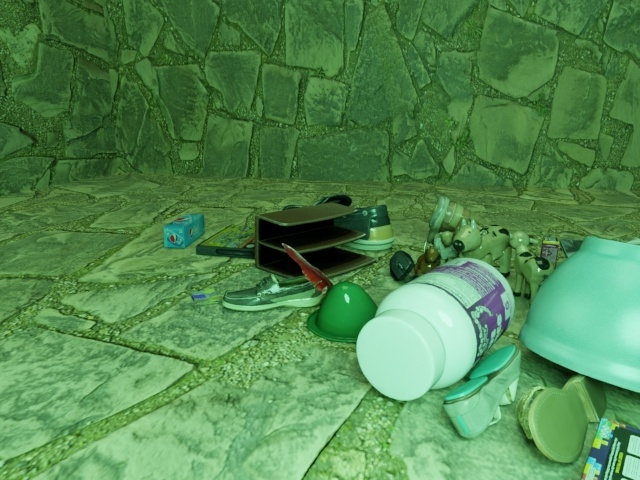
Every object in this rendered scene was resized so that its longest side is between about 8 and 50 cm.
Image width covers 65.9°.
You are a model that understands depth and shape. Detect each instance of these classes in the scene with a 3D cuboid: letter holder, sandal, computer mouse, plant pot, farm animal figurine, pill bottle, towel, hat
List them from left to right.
[{"bbox_3d":[-0.264,0.129,1.134,0.060,0.009,0.083,-6,16,-23],"label":"towel"},{"bbox_3d":[0.000,0.000,1.375,0.215,0.151,0.302,17,21,42],"label":"letter holder"},{"bbox_3d":[0.054,0.085,0.973,0.173,0.183,0.209,10,17,30],"label":"hat"},{"bbox_3d":[0.207,0.081,1.219,0.041,0.071,0.242,38,12,-13],"label":"computer mouse"},{"bbox_3d":[0.192,0.138,0.806,0.169,0.169,0.302,11,18,36],"label":"pill bottle"},{"bbox_3d":[0.411,0.029,1.231,0.331,0.172,0.327,9,16,28],"label":"farm animal figurine"},{"bbox_3d":[0.307,0.237,0.667,0.240,0.088,0.079,-4,-18,-45],"label":"sandal"},{"bbox_3d":[0.486,0.103,0.775,0.293,0.196,0.293,11,5,-1],"label":"plant pot"}]

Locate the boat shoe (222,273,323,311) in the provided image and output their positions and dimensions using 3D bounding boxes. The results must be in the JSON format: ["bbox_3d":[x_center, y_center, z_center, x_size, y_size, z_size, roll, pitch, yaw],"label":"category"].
[{"bbox_3d":[-0.104,0.109,1.092,0.224,0.073,0.080,-2,15,-10],"label":"boat shoe"}]

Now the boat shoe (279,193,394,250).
[{"bbox_3d":[0.043,-0.085,1.699,0.187,0.155,0.500,-15,20,-41],"label":"boat shoe"}]

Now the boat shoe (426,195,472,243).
[{"bbox_3d":[0.402,-0.041,1.525,0.117,0.123,0.324,19,-4,15],"label":"boat shoe"}]

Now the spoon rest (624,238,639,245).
[{"bbox_3d":[0.948,0.052,1.331,0.137,0.084,0.276,-14,22,-42],"label":"spoon rest"}]

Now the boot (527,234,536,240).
[{"bbox_3d":[0.652,-0.009,1.657,0.114,0.037,0.106,-11,31,-27],"label":"boot"}]

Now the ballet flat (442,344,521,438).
[{"bbox_3d":[0.245,0.219,0.714,0.213,0.068,0.072,-16,-14,-48],"label":"ballet flat"}]

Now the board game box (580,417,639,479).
[{"bbox_3d":[0.362,0.274,0.530,0.141,0.048,0.170,14,19,35],"label":"board game box"}]

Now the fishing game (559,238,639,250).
[{"bbox_3d":[0.909,0.022,1.548,0.264,0.041,0.189,-5,15,-15],"label":"fishing game"}]

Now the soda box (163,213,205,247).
[{"bbox_3d":[-0.449,-0.035,1.639,0.067,0.071,0.210,2,15,4],"label":"soda box"}]

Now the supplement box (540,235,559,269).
[{"bbox_3d":[0.646,0.035,1.393,0.043,0.083,0.055,7,15,21],"label":"supplement box"}]

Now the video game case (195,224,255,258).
[{"bbox_3d":[-0.224,0.003,1.580,0.249,0.035,0.275,4,16,12],"label":"video game case"}]

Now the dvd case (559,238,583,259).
[{"bbox_3d":[0.740,0.063,1.294,0.165,0.018,0.221,4,32,8],"label":"dvd case"}]
